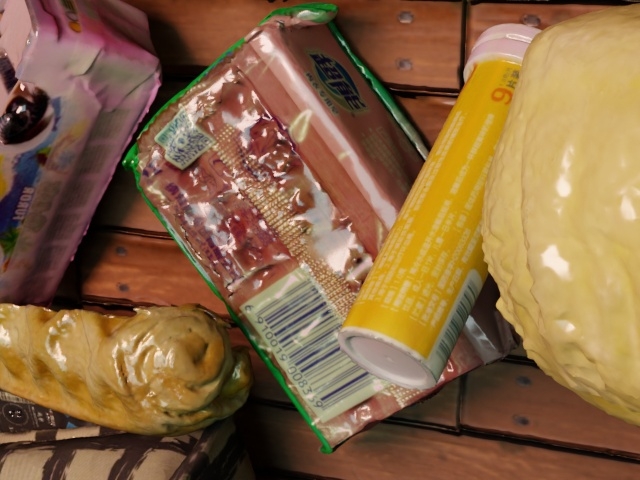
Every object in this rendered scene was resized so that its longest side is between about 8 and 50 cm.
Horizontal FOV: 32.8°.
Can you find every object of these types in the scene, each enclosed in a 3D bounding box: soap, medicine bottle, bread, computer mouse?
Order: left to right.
[{"bbox_3d":[-0.225,0.131,0.895,0.135,0.047,0.079,4,123,16],"label":"computer mouse"},{"bbox_3d":[-0.155,0.088,0.763,0.232,0.128,0.088,1,66,36],"label":"bread"},{"bbox_3d":[-0.001,0.001,0.734,0.218,0.098,0.273,-35,92,27],"label":"soap"},{"bbox_3d":[0.083,-0.022,0.631,0.074,0.218,0.074,24,157,11],"label":"medicine bottle"},{"bbox_3d":[0.242,0.003,0.525,0.320,0.320,0.237,4,99,21],"label":"bread"}]

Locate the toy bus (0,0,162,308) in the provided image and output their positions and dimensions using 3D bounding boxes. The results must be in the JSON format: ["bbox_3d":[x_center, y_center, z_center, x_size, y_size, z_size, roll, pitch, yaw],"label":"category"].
[{"bbox_3d":[-0.211,-0.059,0.771,0.274,0.112,0.090,-56,47,34],"label":"toy bus"}]

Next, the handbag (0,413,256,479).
[{"bbox_3d":[-0.171,0.299,0.857,0.327,0.162,0.325,-8,112,25],"label":"handbag"}]
